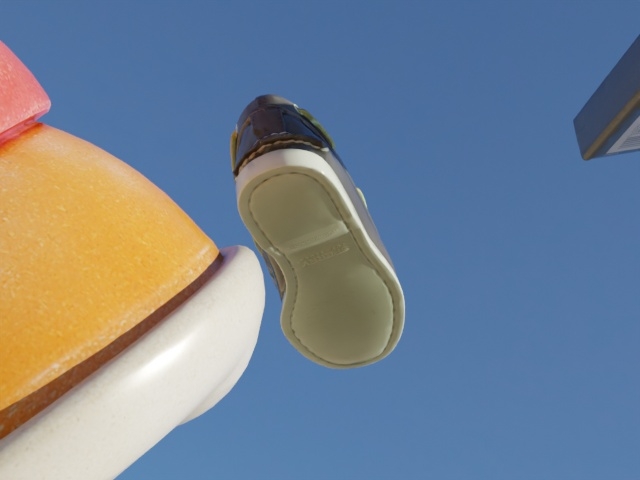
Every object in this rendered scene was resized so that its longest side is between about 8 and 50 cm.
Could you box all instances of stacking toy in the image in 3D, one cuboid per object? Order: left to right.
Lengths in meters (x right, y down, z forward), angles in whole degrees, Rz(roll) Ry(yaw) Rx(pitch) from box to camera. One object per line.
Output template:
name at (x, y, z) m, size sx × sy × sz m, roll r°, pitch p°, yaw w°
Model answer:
stacking toy at (-0.283, -0.058, 0.761) m, size 0.480 × 0.350 × 0.350 m, roll 57°, pitch -36°, yaw -5°

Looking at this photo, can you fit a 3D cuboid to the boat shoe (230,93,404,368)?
boat shoe at (0.000, 0.000, 1.041) m, size 0.081 × 0.069 × 0.228 m, roll -16°, pitch -38°, yaw 4°

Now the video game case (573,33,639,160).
video game case at (0.308, -0.121, 1.017) m, size 0.248 × 0.035 × 0.275 m, roll -9°, pitch -13°, yaw -8°
